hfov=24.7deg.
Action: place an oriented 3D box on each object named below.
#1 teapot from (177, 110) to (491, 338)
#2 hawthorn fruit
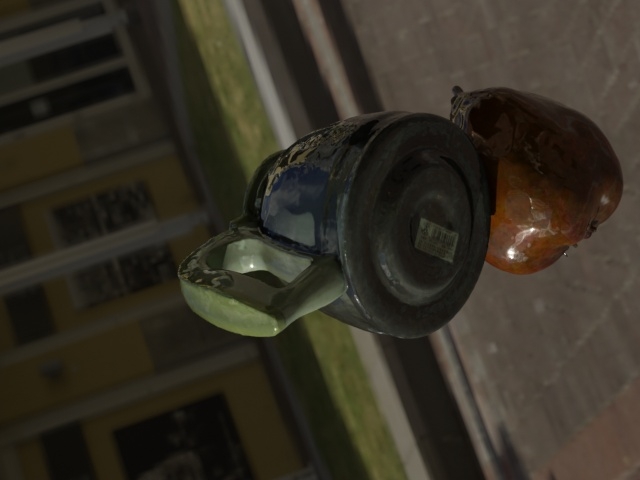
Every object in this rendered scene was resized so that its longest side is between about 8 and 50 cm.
[{"bbox_3d":[0.014,0.010,1.587,0.239,0.322,0.239,6,148,44],"label":"teapot"},{"bbox_3d":[0.226,-0.088,1.715,0.248,0.208,0.208,49,167,14],"label":"hawthorn fruit"}]
